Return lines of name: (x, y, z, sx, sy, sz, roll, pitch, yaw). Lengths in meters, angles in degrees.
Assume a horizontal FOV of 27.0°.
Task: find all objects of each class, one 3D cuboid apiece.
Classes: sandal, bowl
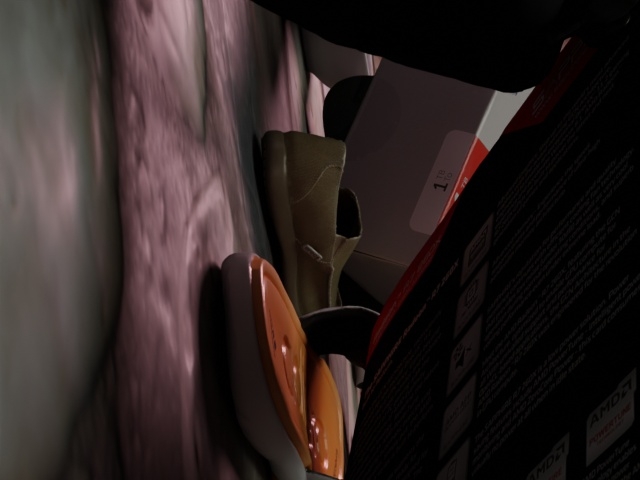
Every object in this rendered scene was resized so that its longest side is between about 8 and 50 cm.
sandal: (0.011, 0.077, 0.635, 0.265, 0.076, 0.102, 70, 15, -69)
bowl: (0.010, -0.200, 1.116, 0.142, 0.053, 0.142, -85, 168, -61)

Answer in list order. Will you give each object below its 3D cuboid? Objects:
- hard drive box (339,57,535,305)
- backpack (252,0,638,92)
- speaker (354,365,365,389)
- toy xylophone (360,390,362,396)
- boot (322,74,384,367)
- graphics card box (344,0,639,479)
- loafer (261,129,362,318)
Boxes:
hard drive box: (0.105, -0.029, 0.901, 0.232, 0.089, 0.181, 40, 71, -55)
backpack: (0.024, -0.269, 0.419, 0.290, 0.273, 0.356, 59, 50, -77)
speaker: (0.053, 0.069, 1.235, 0.055, 0.055, 0.136, 68, 16, -71)
toy xylophone: (0.061, 0.206, 0.980, 0.322, 0.081, 0.236, -25, 109, -85)
boot: (0.046, 0.006, 1.089, 0.178, 0.085, 0.236, 78, 8, -70)
graphics card box: (0.077, 0.096, 0.402, 0.233, 0.094, 0.371, -58, -169, 38)
loafer: (0.000, 0.000, 0.757, 0.148, 0.050, 0.056, 78, 7, -45)
